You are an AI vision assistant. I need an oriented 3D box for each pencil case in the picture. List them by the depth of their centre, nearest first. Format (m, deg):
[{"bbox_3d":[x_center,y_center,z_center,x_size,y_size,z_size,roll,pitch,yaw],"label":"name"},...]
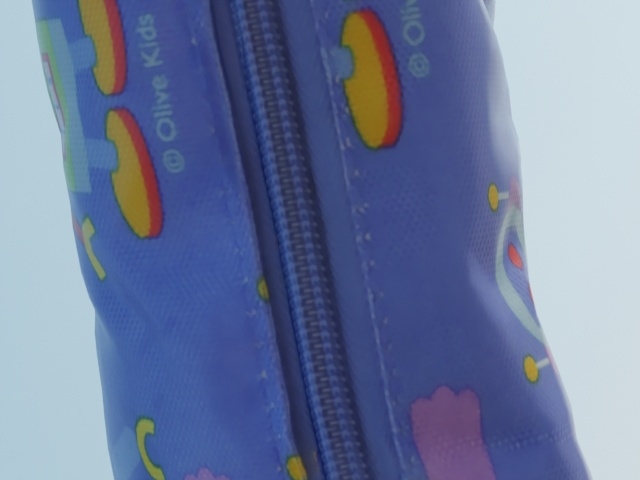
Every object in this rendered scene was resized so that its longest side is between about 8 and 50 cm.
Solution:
[{"bbox_3d":[0.000,0.000,0.412,0.119,0.306,0.133,-10,2,-4],"label":"pencil case"}]
